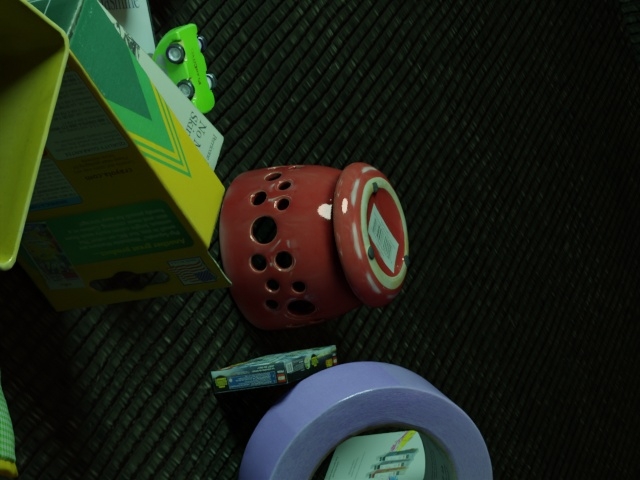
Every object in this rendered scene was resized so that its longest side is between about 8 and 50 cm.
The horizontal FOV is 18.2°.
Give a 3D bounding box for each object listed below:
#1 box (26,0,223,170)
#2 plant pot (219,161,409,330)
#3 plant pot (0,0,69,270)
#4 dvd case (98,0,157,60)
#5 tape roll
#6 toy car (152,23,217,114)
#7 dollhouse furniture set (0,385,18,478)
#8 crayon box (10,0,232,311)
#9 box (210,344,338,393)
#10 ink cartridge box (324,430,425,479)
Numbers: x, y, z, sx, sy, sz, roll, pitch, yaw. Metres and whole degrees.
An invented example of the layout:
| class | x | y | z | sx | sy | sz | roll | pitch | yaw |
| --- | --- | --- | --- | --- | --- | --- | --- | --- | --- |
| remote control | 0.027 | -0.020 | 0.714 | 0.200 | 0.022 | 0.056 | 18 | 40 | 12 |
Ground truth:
| class | x | y | z | sx | sy | sz | roll | pitch | yaw |
| --- | --- | --- | --- | --- | --- | --- | --- | --- | --- |
| box | -0.216 | -0.135 | 1.956 | 0.275 | 0.094 | 0.113 | 46 | 48 | -40 |
| plant pot | 0.000 | 0.000 | 2.312 | 0.191 | 0.174 | 0.191 | -10 | 90 | -66 |
| plant pot | -0.354 | -0.110 | 1.578 | 0.212 | 0.187 | 0.212 | 40 | 56 | -54 |
| dvd case | -0.215 | -0.165 | 2.091 | 0.180 | 0.022 | 0.253 | -19 | 99 | -64 |
| tape roll | 0.050 | 0.277 | 2.222 | 0.090 | 0.274 | 0.275 | 37 | -31 | 65 |
| toy car | -0.167 | -0.240 | 2.128 | 0.239 | 0.053 | 0.225 | -34 | 113 | -62 |
| dollhouse furniture set | -0.306 | 0.125 | 1.662 | 0.301 | 0.151 | 0.198 | 14 | 70 | -63 |
| crayon box | -0.229 | -0.075 | 1.825 | 0.323 | 0.203 | 0.083 | 58 | 34 | -41 |
| box | -0.050 | 0.145 | 2.250 | 0.137 | 0.094 | 0.027 | -11 | 92 | -64 |
| ink cartridge box | 0.107 | 0.317 | 2.424 | 0.128 | 0.176 | 0.127 | 66 | 30 | -30 |
